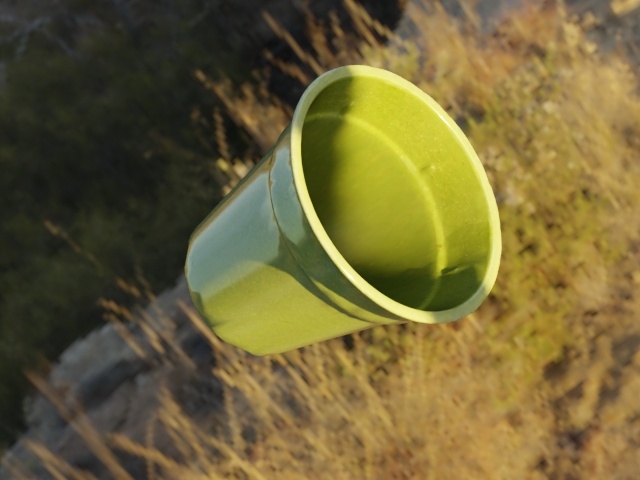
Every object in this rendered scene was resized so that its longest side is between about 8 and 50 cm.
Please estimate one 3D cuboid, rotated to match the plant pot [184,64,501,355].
[{"bbox_3d":[0.000,0.000,0.489,0.079,0.083,0.083,-31,28,43],"label":"plant pot"}]
